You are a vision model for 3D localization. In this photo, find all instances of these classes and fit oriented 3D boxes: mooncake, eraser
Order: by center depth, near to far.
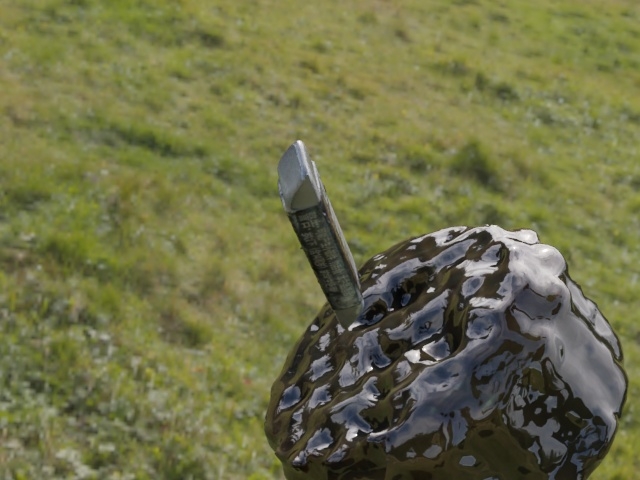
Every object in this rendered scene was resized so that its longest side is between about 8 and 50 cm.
[{"bbox_3d":[0.000,0.000,0.466,0.019,0.099,0.027,-18,48,6],"label":"eraser"},{"bbox_3d":[0.071,0.093,0.692,0.124,0.228,0.228,46,13,-19],"label":"mooncake"}]
